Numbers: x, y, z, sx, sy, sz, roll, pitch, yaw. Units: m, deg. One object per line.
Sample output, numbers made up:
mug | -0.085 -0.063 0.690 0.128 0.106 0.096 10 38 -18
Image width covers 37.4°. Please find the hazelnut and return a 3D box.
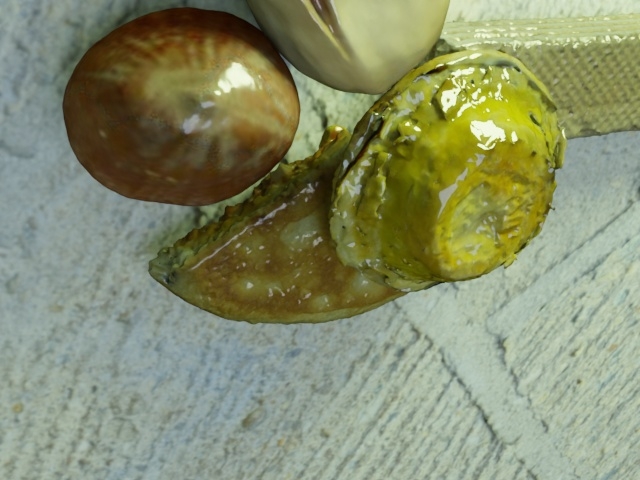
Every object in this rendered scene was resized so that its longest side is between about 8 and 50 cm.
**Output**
hazelnut | -0.120 -0.115 0.835 0.214 0.214 0.176 -19 102 -16

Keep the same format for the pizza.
pizza | -0.022 0.026 1.061 0.268 0.087 0.258 -35 133 -2

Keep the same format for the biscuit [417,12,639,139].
biscuit | 0.301 -0.186 1.094 0.426 0.078 0.144 -7 125 -23

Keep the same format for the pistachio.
pistachio | 0.004 -0.260 0.819 0.187 0.187 0.299 -35 129 -3

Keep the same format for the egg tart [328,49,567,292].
egg tart | 0.146 -0.051 0.969 0.294 0.116 0.295 -18 131 -22
